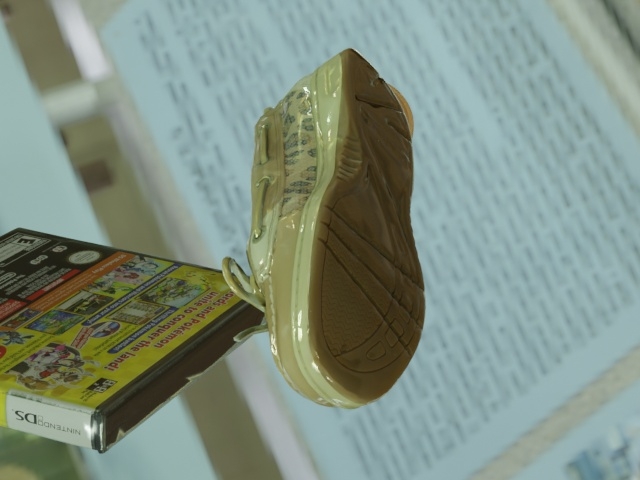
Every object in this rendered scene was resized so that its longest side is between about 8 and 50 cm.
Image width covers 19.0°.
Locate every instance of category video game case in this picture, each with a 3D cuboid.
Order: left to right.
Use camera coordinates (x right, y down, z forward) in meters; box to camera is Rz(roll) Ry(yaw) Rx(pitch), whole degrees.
[{"bbox_3d":[-0.200,0.066,1.444,0.248,0.275,0.035,11,113,23],"label":"video game case"}]

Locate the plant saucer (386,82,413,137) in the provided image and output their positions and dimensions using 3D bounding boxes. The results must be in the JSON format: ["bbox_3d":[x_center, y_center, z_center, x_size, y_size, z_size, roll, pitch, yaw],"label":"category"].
[{"bbox_3d":[0.030,-0.089,1.456,0.013,0.083,0.083,95,151,-67],"label":"plant saucer"}]

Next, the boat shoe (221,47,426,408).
[{"bbox_3d":[0.000,0.000,1.126,0.104,0.089,0.285,51,-153,-28],"label":"boat shoe"}]
